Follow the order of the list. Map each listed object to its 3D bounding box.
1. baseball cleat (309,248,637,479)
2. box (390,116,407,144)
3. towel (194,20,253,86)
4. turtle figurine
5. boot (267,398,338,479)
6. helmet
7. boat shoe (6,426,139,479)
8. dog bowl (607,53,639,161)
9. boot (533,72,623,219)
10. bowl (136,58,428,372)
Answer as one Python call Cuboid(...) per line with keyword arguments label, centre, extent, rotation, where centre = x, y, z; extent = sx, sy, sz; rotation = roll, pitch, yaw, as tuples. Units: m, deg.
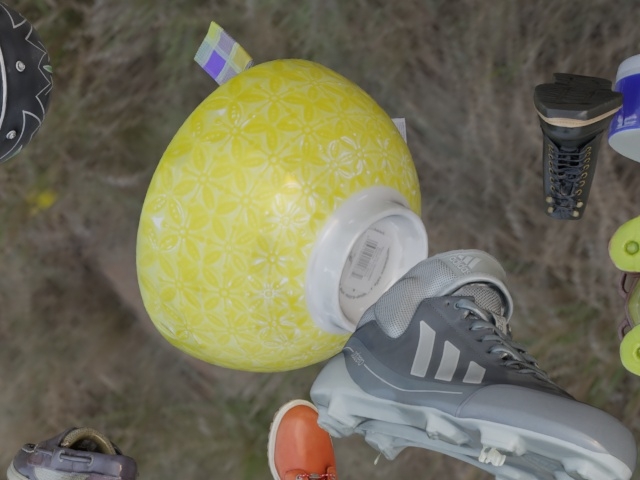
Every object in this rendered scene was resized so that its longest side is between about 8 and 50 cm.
Cuboid(label="baseball cleat", centre=(0.070, 0.052, 0.722), extent=(0.072, 0.109, 0.206), rotation=(39, 161, -31))
Cuboid(label="box", centre=(0.047, -0.084, 1.997), extent=(0.072, 0.137, 0.126), rotation=(-1, 96, 34))
Cuboid(label="towel", centre=(-0.116, -0.217, 1.948), extent=(0.083, 0.009, 0.060), rotation=(49, 124, 25))
Cuboid(label="turtle figurine", centre=(0.254, 0.034, 1.161), extent=(0.087, 0.269, 0.217), rotation=(8, 175, 22))
Cuboid(label="boot", centre=(-0.002, 0.212, 1.367), extent=(0.084, 0.059, 0.158), rotation=(166, 97, -71))
Cuboid(label="helmet", centre=(-0.309, -0.133, 1.374), extent=(0.169, 0.161, 0.169), rotation=(171, 90, -76))
Cuboid(label="boat shoe", centre=(-0.245, 0.238, 1.663), extent=(0.103, 0.092, 0.285), rotation=(23, 174, -21))
Cuboid(label="dog bowl", centre=(0.513, -0.159, 2.126), extent=(0.265, 0.104, 0.265), rotation=(12, 171, 2))
Cuboid(label="boot", centre=(0.225, -0.071, 1.447), extent=(0.077, 0.198, 0.137), rotation=(10, 103, 15))
Cuboid(label="bowl", centre=(0.000, 0.000, 1.411), extent=(0.156, 0.289, 0.289), rotation=(25, 145, 39))
